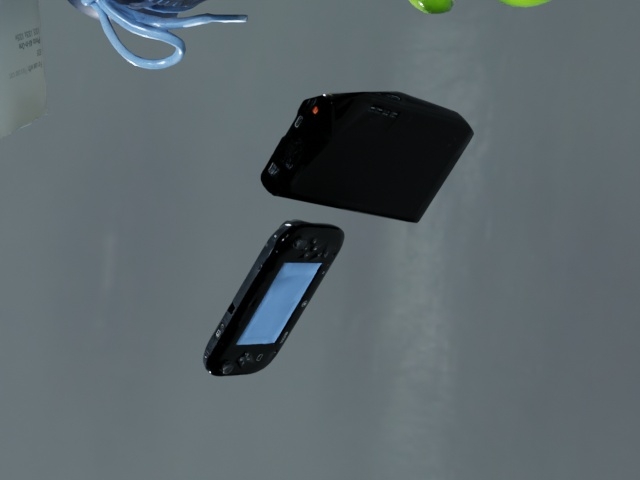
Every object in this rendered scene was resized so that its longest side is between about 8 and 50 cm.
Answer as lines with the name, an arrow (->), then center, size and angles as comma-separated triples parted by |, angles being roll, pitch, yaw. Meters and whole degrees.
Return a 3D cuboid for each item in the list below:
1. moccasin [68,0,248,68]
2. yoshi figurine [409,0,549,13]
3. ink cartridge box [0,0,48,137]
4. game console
moccasin -> -0.098, -0.167, 0.876 | 0.117, 0.138, 0.342 | -44, 6, 12
yoshi figurine -> 0.189, -0.325, 1.333 | 0.203, 0.203, 0.362 | -49, -5, -29
ink cartridge box -> -0.293, -0.201, 0.917 | 0.121, 0.211, 0.289 | -69, -25, -76
game console -> 0.000, 0.000, 1.570 | 0.044, 0.213, 0.361 | 50, 118, 39
